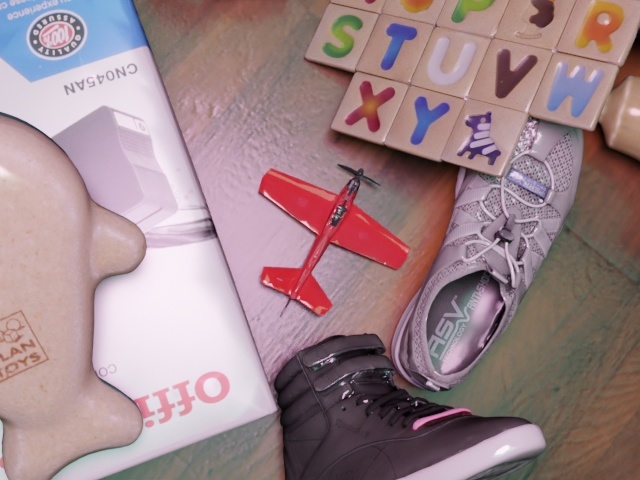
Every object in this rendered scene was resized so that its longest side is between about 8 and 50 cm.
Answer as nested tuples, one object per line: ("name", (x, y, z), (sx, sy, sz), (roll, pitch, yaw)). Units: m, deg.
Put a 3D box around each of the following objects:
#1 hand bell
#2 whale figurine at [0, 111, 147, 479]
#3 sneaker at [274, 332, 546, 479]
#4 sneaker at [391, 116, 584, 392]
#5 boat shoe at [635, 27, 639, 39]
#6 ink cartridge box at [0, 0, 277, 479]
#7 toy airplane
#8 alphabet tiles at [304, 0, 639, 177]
("hand bell", (0.226, -0.127, 1.065), (0.242, 0.126, 0.126), (17, 83, 9))
("whale figurine", (-0.223, 0.036, 0.827), (0.216, 0.141, 0.272), (-27, 113, -6))
("sneaker", (0.049, 0.135, 0.935), (0.105, 0.296, 0.146), (-4, 75, -35))
("sneaker", (0.154, 0.009, 1.005), (0.105, 0.115, 0.281), (21, 94, -5))
("boat shoe", (0.295, -0.309, 1.079), (0.158, 0.127, 0.340), (20, 57, -45))
("ink cartridge box", (-0.231, 0.002, 0.962), (0.285, 0.166, 0.395), (-20, 88, -6))
("toy airplane", (0.000, 0.000, 1.054), (0.151, 0.028, 0.151), (1, 85, -7))
("alphabet tiles", (0.145, -0.228, 1.016), (0.285, 0.011, 0.342), (20, 82, 33))
